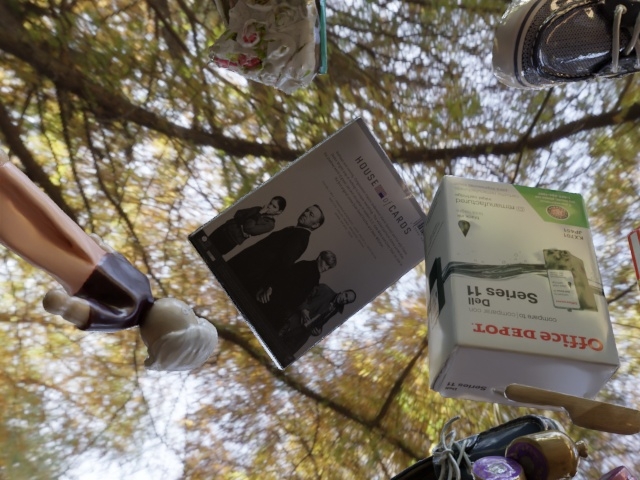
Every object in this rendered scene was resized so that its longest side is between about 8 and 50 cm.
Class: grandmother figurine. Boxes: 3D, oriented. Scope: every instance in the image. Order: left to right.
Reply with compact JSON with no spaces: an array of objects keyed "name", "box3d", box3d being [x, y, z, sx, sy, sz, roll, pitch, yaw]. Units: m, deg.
[{"name":"grandmother figurine","box3d":[-0.266,0.039,0.899,0.342,0.208,0.104,39,-66,-14]}]

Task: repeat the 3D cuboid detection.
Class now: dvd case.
[{"name":"dvd case","box3d":[0.000,0.000,0.859,0.239,0.029,0.179,-37,-81,-16]}]

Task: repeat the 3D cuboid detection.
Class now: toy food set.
[{"name":"toy food set","box3d":[0.090,0.116,0.284,0.078,0.019,0.122,11,-111,4]}]

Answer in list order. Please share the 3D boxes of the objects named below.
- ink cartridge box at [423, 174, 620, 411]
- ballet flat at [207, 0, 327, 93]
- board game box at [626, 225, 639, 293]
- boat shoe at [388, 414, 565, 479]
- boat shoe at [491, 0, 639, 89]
[{"name":"ink cartridge box","box3d":[0.184,0.047,0.744,0.153,0.087,0.208,7,-130,-5]},{"name":"ballet flat","box3d":[-0.033,-0.207,0.441,0.077,0.091,0.241,1,-83,-3]},{"name":"board game box","box3d":[0.360,0.002,0.703,0.147,0.193,0.045,-40,-85,25]},{"name":"boat shoe","box3d":[0.139,0.254,0.819,0.079,0.095,0.254,41,-62,-20]},{"name":"boat shoe","box3d":[0.354,-0.240,0.875,0.158,0.340,0.127,26,-49,42]}]
